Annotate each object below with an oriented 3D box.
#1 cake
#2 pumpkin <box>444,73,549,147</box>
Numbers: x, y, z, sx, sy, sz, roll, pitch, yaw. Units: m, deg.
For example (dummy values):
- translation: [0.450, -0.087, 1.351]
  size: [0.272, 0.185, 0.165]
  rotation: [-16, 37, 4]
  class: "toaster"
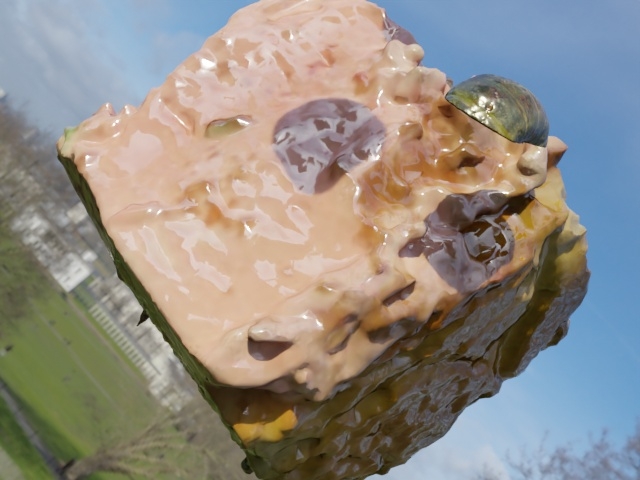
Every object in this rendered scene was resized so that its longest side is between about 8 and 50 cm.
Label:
- translation: [0.000, 0.000, 0.689]
  size: [0.306, 0.314, 0.293]
  rotation: [51, -15, 30]
  class: "cake"
- translation: [0.107, -0.077, 0.497]
  size: [0.050, 0.028, 0.083]
  rotation: [40, 19, 29]
  class: "pumpkin"
